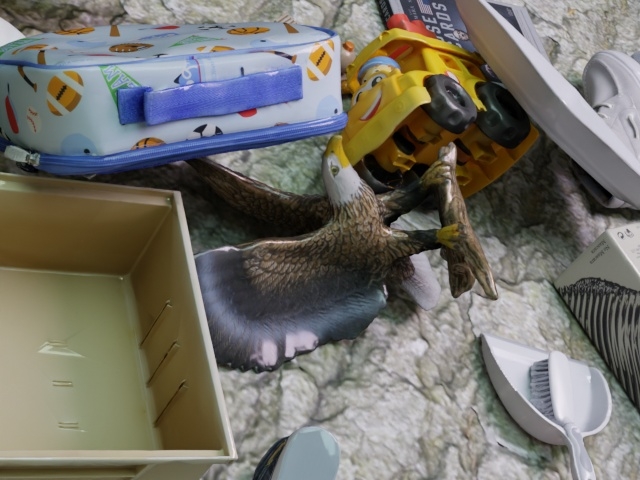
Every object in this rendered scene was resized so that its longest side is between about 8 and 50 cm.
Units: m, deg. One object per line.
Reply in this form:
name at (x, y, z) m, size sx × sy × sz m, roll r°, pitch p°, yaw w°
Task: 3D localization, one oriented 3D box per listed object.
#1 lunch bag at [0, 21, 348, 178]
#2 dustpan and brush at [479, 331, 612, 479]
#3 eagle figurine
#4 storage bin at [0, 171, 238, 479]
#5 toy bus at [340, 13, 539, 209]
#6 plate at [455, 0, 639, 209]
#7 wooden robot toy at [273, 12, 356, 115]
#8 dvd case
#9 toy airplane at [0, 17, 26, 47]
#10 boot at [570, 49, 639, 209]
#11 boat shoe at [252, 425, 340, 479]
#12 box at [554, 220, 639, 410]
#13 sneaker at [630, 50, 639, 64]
lunch bag at (-0.140, -0.127, 1.126) m, size 0.303 × 0.114 × 0.243 m, roll -14°, pitch 18°, yaw -30°
dustpan and brush at (0.244, 0.178, 1.294) m, size 0.147 × 0.060 × 0.211 m, roll 18°, pitch 46°, yaw -20°
eagle figurine at (-0.002, -0.010, 1.239) m, size 0.298 × 0.225 × 0.226 m, roll -11°, pitch 10°, yaw 0°
storage bin at (-0.231, 0.085, 1.024) m, size 0.260 × 0.123 × 0.262 m, roll 6°, pitch 52°, yaw -29°
toy bus at (0.102, -0.161, 1.403) m, size 0.220 × 0.149 × 0.211 m, roll 7°, pitch 52°, yaw -48°
plate at (0.269, -0.153, 1.453) m, size 0.277 × 0.045 × 0.278 m, roll 34°, pitch 19°, yaw -41°
wooden robot toy at (0.017, -0.206, 1.467) m, size 0.076 × 0.079 × 0.173 m, roll -21°, pitch 67°, yaw -42°
dvd case at (0.193, -0.254, 1.658) m, size 0.239 × 0.029 × 0.179 m, roll 6°, pitch 50°, yaw -29°
toy airplane at (-0.328, -0.342, 1.220) m, size 0.384 × 0.272 × 0.386 m, roll 46°, pitch 43°, yaw 9°
boot at (0.367, -0.147, 1.632) m, size 0.123 × 0.095 × 0.258 m, roll 1°, pitch 51°, yaw -27°
boat shoe at (-0.040, 0.243, 1.061) m, size 0.065 × 0.083 × 0.183 m, roll 29°, pitch 70°, yaw -7°
box at (0.385, 0.118, 1.403) m, size 0.094 × 0.113 × 0.275 m, roll -11°, pitch 59°, yaw -39°
sneaker at (0.495, -0.144, 1.729) m, size 0.091 × 0.094 × 0.258 m, roll 3°, pitch 55°, yaw -54°
